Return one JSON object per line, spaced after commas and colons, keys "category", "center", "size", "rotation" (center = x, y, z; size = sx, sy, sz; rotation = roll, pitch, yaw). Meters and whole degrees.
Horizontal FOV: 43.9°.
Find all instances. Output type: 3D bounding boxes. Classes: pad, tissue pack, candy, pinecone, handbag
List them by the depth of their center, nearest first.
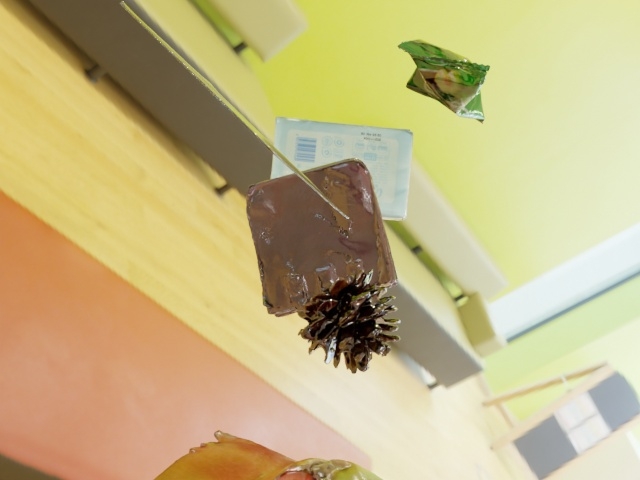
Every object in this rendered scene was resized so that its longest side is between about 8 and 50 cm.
{"category": "pad", "center": [-0.096, -0.147, 0.907], "size": [0.300, 0.005, 0.202], "rotation": [46, 4, 30]}
{"category": "pinecone", "center": [0.039, 0.109, 1.031], "size": [0.121, 0.140, 0.140], "rotation": [51, 14, 14]}
{"category": "handbag", "center": [0.001, 0.000, 1.194], "size": [0.074, 0.203, 0.216], "rotation": [22, 54, -71]}
{"category": "candy", "center": [0.200, -0.251, 1.241], "size": [0.141, 0.078, 0.203], "rotation": [41, -3, 13]}
{"category": "tissue pack", "center": [0.037, -0.135, 1.519], "size": [0.089, 0.263, 0.177], "rotation": [128, -33, -85]}

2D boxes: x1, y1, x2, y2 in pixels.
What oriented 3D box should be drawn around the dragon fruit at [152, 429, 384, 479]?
{"category": "dragon fruit", "center": [-0.014, 0.291, 0.520], "size": [0.305, 0.226, 0.305], "rotation": [5, 90, -65]}
